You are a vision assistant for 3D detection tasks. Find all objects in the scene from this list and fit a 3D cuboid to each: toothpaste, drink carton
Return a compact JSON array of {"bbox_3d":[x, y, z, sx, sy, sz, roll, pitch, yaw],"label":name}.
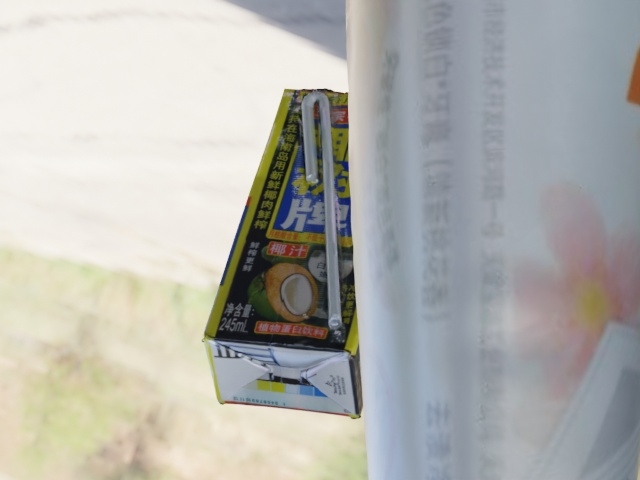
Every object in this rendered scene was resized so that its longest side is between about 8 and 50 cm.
[{"bbox_3d":[0.035,0.030,0.379,0.066,0.323,0.100,1,171,1],"label":"toothpaste"},{"bbox_3d":[0.000,0.000,0.910,0.071,0.165,0.056,6,139,10],"label":"drink carton"}]
